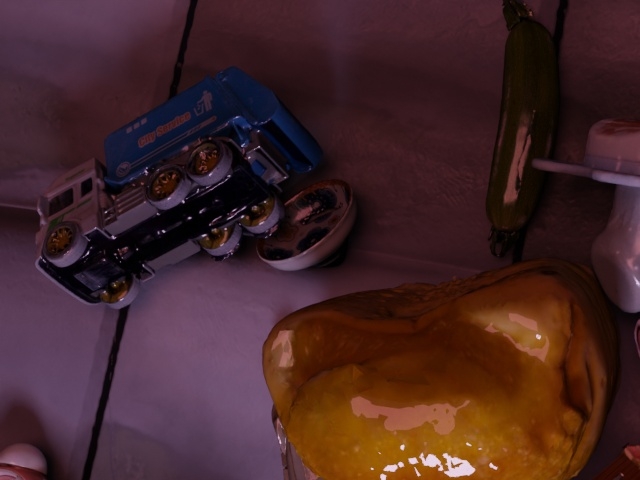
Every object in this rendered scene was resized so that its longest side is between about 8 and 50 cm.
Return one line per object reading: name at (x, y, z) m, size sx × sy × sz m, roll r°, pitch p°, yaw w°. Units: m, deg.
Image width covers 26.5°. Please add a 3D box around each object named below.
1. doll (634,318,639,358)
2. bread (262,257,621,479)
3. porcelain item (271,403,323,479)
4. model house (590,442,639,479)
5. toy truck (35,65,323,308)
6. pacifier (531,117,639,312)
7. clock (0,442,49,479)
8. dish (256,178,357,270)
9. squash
doll at (0.498, 0.089, 1.413) m, size 0.268 × 0.216 × 0.284 m, roll -13°, pitch 79°, yaw -19°
bread at (0.131, 0.167, 1.424) m, size 0.361 × 0.394 × 0.250 m, roll -11°, pitch 90°, yaw 14°
porcelain item at (-0.023, 0.214, 1.632) m, size 0.084 × 0.054 × 0.213 m, roll -19°, pitch 71°, yaw 14°
model house at (0.323, 0.335, 1.370) m, size 0.207 × 0.136 × 0.219 m, roll -45°, pitch 71°, yaw 10°
toy truck at (-0.181, -0.064, 1.689) m, size 0.367 × 0.146 × 0.175 m, roll -27°, pitch 48°, yaw 14°
pacifier at (0.353, -0.022, 1.462) m, size 0.227 × 0.279 × 0.207 m, roll 10°, pitch 95°, yaw -22°
clock at (-0.392, 0.355, 1.721) m, size 0.166 × 0.093 × 0.162 m, roll -42°, pitch 58°, yaw 7°
dish at (0.000, 0.000, 1.667) m, size 0.141 × 0.078 × 0.141 m, roll -28°, pitch 31°, yaw 19°
squash at (0.240, -0.139, 1.606) m, size 0.080 × 0.071 × 0.318 m, roll 2°, pitch 78°, yaw 21°
